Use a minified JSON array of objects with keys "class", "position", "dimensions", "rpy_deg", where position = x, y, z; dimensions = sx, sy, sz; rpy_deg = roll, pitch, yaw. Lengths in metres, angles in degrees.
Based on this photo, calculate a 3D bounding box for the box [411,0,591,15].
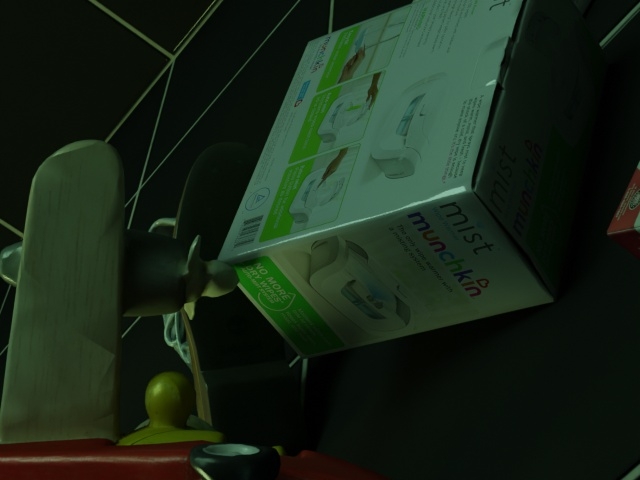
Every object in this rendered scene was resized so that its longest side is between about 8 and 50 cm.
[{"class":"box","position":[0.169,-0.229,1.414],"dimensions":[0.203,0.114,0.103],"rpy_deg":[-58,18,-15]}]

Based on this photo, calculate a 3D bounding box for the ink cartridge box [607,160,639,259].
[{"class":"ink cartridge box","position":[0.244,-0.038,0.951],"dimensions":[0.099,0.056,0.135],"rpy_deg":[-61,18,-18]}]

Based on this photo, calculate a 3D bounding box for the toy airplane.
[{"class":"toy airplane","position":[-0.166,0.183,1.155],"dimensions":[0.386,0.384,0.272],"rpy_deg":[-45,-11,16]}]

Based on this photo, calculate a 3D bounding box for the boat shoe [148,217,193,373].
[{"class":"boat shoe","position":[-0.129,0.055,1.699],"dimensions":[0.118,0.103,0.320],"rpy_deg":[-52,17,11]}]

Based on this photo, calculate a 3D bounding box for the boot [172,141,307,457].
[{"class":"boot","position":[-0.080,0.068,1.392],"dimensions":[0.115,0.112,0.305],"rpy_deg":[133,135,-66]}]

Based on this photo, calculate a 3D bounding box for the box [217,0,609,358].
[{"class":"box","position":[0.076,-0.065,1.230],"dimensions":[0.231,0.127,0.262],"rpy_deg":[-16,38,34]}]
